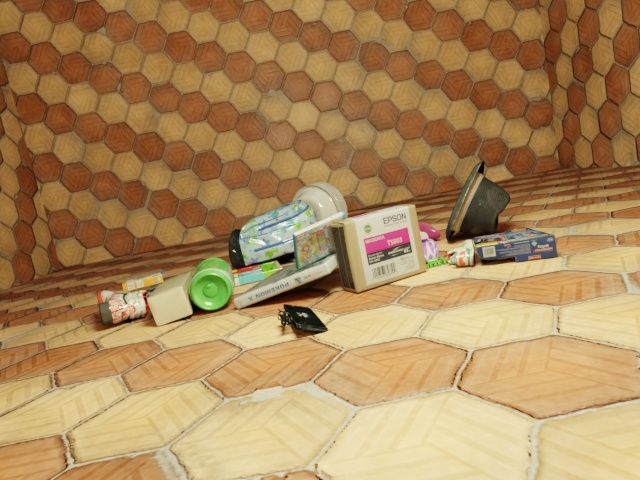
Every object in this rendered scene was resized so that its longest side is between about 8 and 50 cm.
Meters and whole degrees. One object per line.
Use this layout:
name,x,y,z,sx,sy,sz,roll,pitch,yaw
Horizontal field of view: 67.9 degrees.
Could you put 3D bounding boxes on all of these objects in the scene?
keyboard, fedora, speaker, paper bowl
keyboard,-0.052,0.183,1.073,0.100,0.038,0.192,11,2,-13
fedora,0.561,-0.115,1.651,0.152,0.334,0.334,24,21,18
speaker,-0.334,0.129,1.473,0.131,0.131,0.296,-13,8,-10
paper bowl,-0.021,-0.131,2.301,0.284,0.284,0.148,-6,11,36

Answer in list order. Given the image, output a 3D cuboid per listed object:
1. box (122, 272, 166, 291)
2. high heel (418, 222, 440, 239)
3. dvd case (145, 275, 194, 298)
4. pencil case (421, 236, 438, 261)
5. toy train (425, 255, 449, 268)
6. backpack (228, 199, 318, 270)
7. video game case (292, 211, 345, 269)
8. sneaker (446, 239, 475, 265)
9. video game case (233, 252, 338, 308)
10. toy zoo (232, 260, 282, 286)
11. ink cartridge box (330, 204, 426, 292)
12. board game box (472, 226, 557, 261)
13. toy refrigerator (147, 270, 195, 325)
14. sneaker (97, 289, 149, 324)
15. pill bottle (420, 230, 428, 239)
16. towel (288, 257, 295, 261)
box,-0.559,0.131,1.518,0.136,0.028,0.081,-12,6,-21
high heel,0.325,-0.009,1.788,0.244,0.082,0.117,12,50,41
dvd case,-0.577,0.182,1.825,0.180,0.022,0.253,-11,8,-2
pencil case,0.276,0.027,1.461,0.086,0.088,0.206,-11,8,-22
toy train,0.335,0.061,1.364,0.083,0.024,0.017,-12,8,-8
backpack,-0.175,-0.022,1.932,0.355,0.273,0.290,-4,6,3
video game case,0.000,0.000,1.303,0.166,0.119,0.015,-26,42,-27
sneaker,0.395,0.034,1.345,0.075,0.057,0.161,-4,12,14
video game case,-0.063,0.096,1.424,0.300,0.036,0.329,-23,3,20
toy zoo,-0.289,0.131,1.734,0.293,0.030,0.192,-12,8,-9
ink cartridge box,0.161,0.018,1.301,0.234,0.193,0.088,-15,8,-24
board game box,0.527,0.011,1.314,0.194,0.060,0.194,-9,7,17
toy refrigerator,-0.438,0.173,1.441,0.102,0.094,0.269,-19,8,-8
sneaker,-0.627,0.204,1.515,0.145,0.090,0.270,-10,7,-26
pill bottle,0.326,-0.006,1.697,0.067,0.067,0.120,-16,9,-28
towel,-0.072,0.063,1.946,0.113,0.023,0.152,-14,8,-23
